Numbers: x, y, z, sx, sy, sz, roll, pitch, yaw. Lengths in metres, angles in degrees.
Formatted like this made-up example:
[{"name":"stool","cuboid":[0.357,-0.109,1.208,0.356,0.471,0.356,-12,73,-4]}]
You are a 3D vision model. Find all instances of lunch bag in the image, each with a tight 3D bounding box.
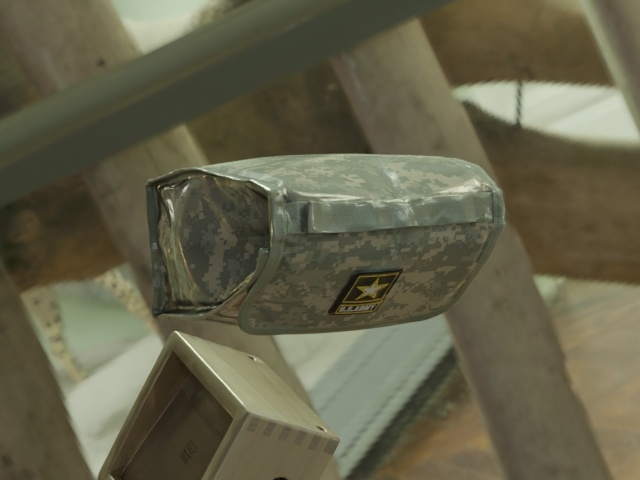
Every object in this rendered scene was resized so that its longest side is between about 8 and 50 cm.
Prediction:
[{"name":"lunch bag","cuboid":[0.000,0.000,1.244,0.235,0.169,0.287,-3,-3,-28]}]

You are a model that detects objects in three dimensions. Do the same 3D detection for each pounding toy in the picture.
[{"name":"pounding toy","cuboid":[-0.066,0.147,0.841,0.130,0.100,0.141,38,103,53]}]
